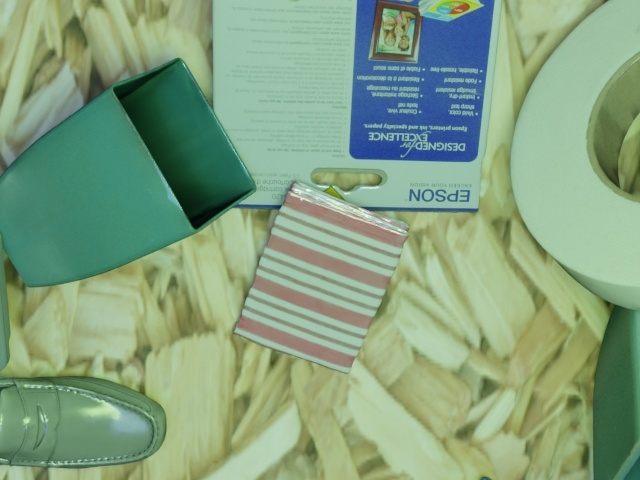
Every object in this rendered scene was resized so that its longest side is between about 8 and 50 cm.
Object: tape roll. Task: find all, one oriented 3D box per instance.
[{"bbox_3d":[0.377,-0.113,1.374,0.392,0.392,0.072,-47,133,3],"label":"tape roll"}]

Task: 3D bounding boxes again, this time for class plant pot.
[{"bbox_3d":[-0.227,-0.053,1.440,0.234,0.165,0.165,-28,96,26],"label":"plant pot"},{"bbox_3d":[0.418,0.128,1.440,0.248,0.247,0.252,-1,63,-1],"label":"plant pot"}]

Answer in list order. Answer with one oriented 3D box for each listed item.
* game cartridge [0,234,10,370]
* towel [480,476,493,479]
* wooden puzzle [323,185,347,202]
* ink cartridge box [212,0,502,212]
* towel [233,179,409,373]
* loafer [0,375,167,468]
[{"bbox_3d":[-0.484,0.042,1.459,0.294,0.060,0.196,7,122,4],"label":"game cartridge"},{"bbox_3d":[0.234,0.430,1.541,0.285,0.034,0.209,41,68,-5],"label":"towel"},{"bbox_3d":[0.000,0.000,1.530,0.078,0.014,0.116,39,107,-8],"label":"wooden puzzle"},{"bbox_3d":[0.034,-0.179,1.474,0.304,0.072,0.307,1,123,-2],"label":"ink cartridge box"},{"bbox_3d":[0.000,0.044,1.522,0.144,0.029,0.197,21,110,-2],"label":"towel"},{"bbox_3d":[-0.332,0.204,1.502,0.319,0.111,0.112,3,96,-2],"label":"loafer"}]
